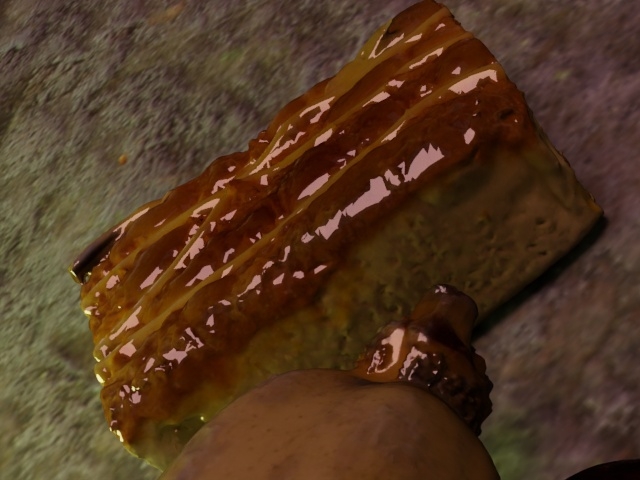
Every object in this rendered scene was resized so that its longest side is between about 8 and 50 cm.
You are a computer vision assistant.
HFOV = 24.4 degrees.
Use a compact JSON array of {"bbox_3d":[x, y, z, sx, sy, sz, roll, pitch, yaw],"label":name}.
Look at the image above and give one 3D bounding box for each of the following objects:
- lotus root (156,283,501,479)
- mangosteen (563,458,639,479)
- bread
[{"bbox_3d":[-0.010,0.164,0.615,0.169,0.151,0.343,6,50,31],"label":"lotus root"},{"bbox_3d":[0.134,0.137,0.527,0.140,0.140,0.140,-28,35,22],"label":"mangosteen"},{"bbox_3d":[0.000,0.000,0.826,0.274,0.114,0.185,-36,33,6],"label":"bread"}]
